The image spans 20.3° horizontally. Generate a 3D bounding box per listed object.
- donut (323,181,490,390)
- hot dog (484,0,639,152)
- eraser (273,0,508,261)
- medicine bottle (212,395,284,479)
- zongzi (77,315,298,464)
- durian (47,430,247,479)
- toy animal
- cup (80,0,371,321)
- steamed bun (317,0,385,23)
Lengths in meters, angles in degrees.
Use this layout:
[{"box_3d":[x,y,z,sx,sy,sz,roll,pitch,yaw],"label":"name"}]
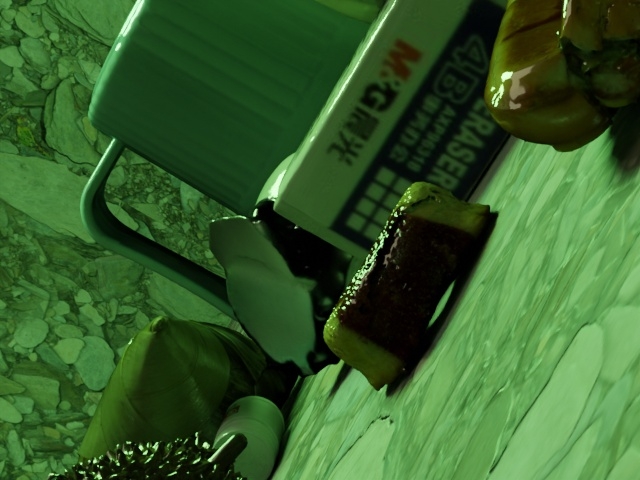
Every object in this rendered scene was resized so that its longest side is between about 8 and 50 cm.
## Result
[{"box_3d":[0.054,0.024,1.139,0.140,0.059,0.140,-60,0,0],"label":"donut"},{"box_3d":[0.142,-0.122,0.934,0.115,0.072,0.269,-59,2,26],"label":"hot dog"},{"box_3d":[0.084,-0.115,1.288,0.279,0.124,0.081,-59,4,25],"label":"eraser"},{"box_3d":[-0.063,0.175,1.549,0.057,0.057,0.089,-59,4,15],"label":"medicine bottle"},{"box_3d":[-0.171,0.200,1.631,0.289,0.154,0.317,-63,-17,-2],"label":"zongzi"},{"box_3d":[-0.126,0.214,1.342,0.196,0.167,0.196,-42,5,4],"label":"durian"},{"box_3d":[0.000,0.000,1.443,0.179,0.138,0.166,-52,-19,-41],"label":"toy animal"},{"box_3d":[-0.052,-0.120,1.743,0.331,0.311,0.257,-58,3,32],"label":"cup"},{"box_3d":[0.081,-0.389,1.429,0.456,0.290,0.371,-12,-46,-58],"label":"steamed bun"}]
